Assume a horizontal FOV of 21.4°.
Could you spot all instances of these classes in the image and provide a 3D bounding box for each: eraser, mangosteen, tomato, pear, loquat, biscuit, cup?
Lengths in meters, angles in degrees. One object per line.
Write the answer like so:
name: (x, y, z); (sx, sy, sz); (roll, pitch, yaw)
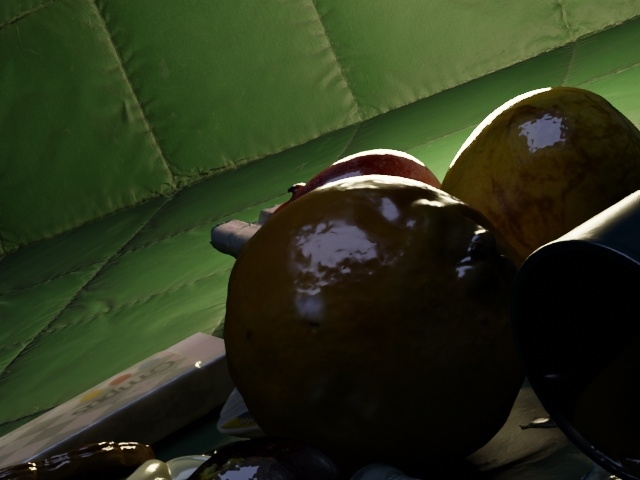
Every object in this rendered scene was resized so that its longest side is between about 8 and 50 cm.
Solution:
eraser: (-0.293, 0.249, 2.261); (0.397, 0.082, 0.213); (-28, 14, -21)
mangosteen: (-0.036, 0.283, 1.499); (0.192, 0.192, 0.217); (-29, 52, -23)
tomato: (0.058, 0.011, 2.290); (0.270, 0.227, 0.270); (-25, -11, -5)
pear: (0.287, -0.053, 2.079); (0.280, 0.281, 0.281); (-22, 12, 5)
loquat: (0.061, 0.088, 1.739); (0.328, 0.328, 0.328); (-22, 12, 5)
biscuit: (-0.294, 0.270, 1.908); (0.208, 0.041, 0.290); (-25, -17, 17)
cup: (0.372, 0.046, 1.487); (0.292, 0.242, 0.308); (-31, 13, -33)

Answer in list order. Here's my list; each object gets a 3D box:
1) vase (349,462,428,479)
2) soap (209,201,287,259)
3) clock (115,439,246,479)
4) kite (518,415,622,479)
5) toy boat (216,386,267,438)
vase: (0.093, 0.253, 1.540); (0.096, 0.096, 0.219); (-28, 10, -19)
soap: (0.000, 0.000, 2.591); (0.258, 0.159, 0.302); (-31, 16, -16)
clock: (-0.252, 0.327, 1.802); (0.379, 0.120, 0.276); (-26, 3, 12)
kite: (0.339, 0.168, 1.605); (0.368, 0.014, 0.406); (-8, 21, 46)
toy boat: (0.000, 0.159, 2.008); (0.269, 0.141, 0.141); (-7, 15, 9)
